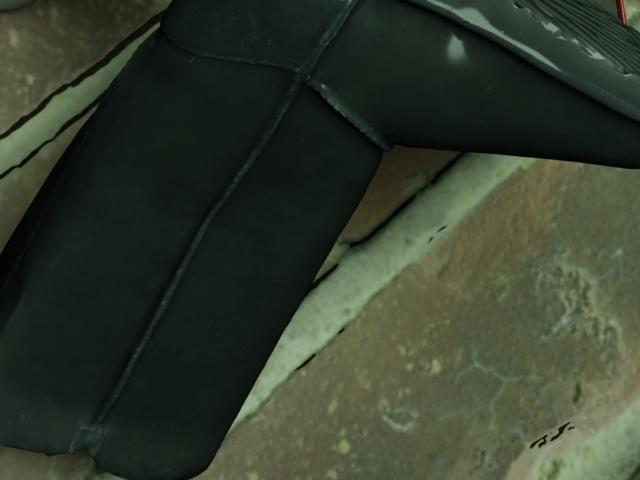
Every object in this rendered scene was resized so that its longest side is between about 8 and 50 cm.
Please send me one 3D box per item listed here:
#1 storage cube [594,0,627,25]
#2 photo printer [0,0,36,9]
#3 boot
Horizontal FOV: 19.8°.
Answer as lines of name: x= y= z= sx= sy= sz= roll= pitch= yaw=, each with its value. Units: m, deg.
storage cube: x=0.101 y=-0.182 z=1.414 sx=0.215 sy=0.193 sz=0.184 roll=-4 pitch=85 yaw=-22
photo printer: x=-0.164 y=-0.319 z=1.256 sx=0.107 sy=0.307 sz=0.256 roll=-13 pitch=88 yaw=-42
boot: x=-0.002 y=-0.001 z=1.248 sx=0.367 sy=0.146 sz=0.445 roll=26 pitch=112 yaw=-14
